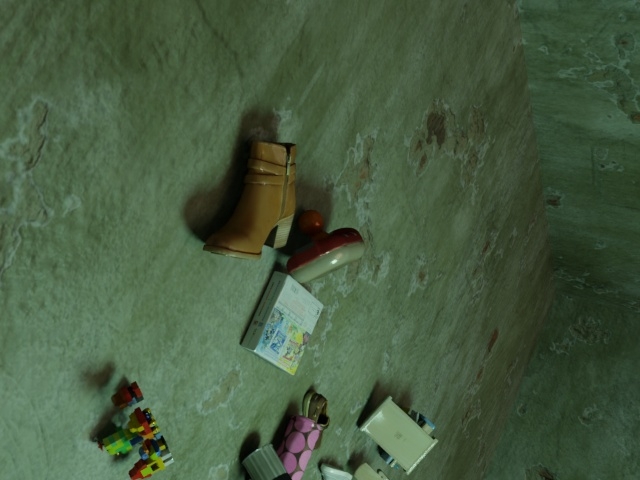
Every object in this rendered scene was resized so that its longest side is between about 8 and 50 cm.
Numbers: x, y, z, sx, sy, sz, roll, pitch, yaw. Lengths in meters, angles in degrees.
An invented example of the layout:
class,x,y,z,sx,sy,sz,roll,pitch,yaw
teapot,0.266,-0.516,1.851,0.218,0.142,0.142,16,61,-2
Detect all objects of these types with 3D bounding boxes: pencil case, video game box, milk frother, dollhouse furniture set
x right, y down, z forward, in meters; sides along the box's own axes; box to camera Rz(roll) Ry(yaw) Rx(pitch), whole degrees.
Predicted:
class,x,y,z,sx,sy,sz,roll,pitch,yaw
pencil case,-0.078,0.534,1.846,0.095,0.098,0.209,32,70,-12
video game box,-0.083,0.193,1.721,0.205,0.048,0.187,47,61,-55
milk frother,-0.142,0.560,1.706,0.129,0.134,0.143,-47,153,20
dollhouse furniture set,0.195,0.627,2.369,0.286,0.198,0.303,-47,177,-6

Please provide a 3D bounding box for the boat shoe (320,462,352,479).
class,x,y,z,sx,sy,sz,roll,pitch,yaw
boat shoe,0.038,0.679,2.137,0.063,0.066,0.184,-66,159,-17

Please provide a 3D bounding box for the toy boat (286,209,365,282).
class,x,y,z,sx,sy,sz,roll,pitch,yaw
toy boat,0.000,0.000,1.701,0.151,0.151,0.231,64,20,6

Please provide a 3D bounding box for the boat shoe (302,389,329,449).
class,x,y,z,sx,sy,sz,roll,pitch,yaw
boat shoe,-0.009,0.477,1.959,0.064,0.060,0.178,-32,130,-50

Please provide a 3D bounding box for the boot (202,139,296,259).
class,x,y,z,sx,sy,sz,roll,pitch,yaw
boot,-0.125,-0.083,1.460,0.283,0.109,0.220,-15,118,-58

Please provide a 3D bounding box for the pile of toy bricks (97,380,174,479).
class,x,y,z,sx,sy,sz,roll,pitch,yaw
pile of toy bricks,-0.340,0.347,1.330,0.105,0.118,0.212,-26,148,-18
